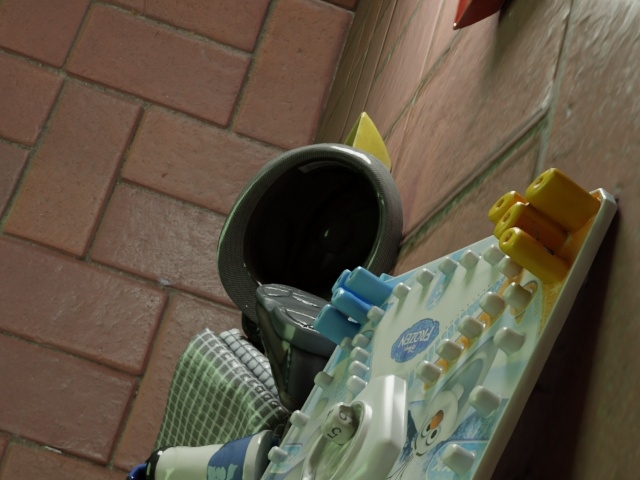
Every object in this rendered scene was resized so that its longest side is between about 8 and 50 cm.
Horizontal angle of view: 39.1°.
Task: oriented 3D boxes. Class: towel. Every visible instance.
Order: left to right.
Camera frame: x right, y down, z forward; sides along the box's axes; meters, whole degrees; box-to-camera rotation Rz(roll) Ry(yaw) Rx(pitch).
[{"bbox_3d":[-0.150,0.312,1.401,0.235,0.121,0.284,37,113,39],"label":"towel"}]

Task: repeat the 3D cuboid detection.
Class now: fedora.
[{"bbox_3d":[0.000,0.000,1.265,0.275,0.243,0.124,-57,-22,3],"label":"fedora"}]

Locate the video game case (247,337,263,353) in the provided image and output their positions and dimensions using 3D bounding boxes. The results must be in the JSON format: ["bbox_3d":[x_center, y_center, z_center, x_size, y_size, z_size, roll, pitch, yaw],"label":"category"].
[{"bbox_3d":[-0.115,0.187,1.631,0.248,0.035,0.275,-70,0,-51],"label":"video game case"}]

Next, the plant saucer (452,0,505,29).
[{"bbox_3d":[0.236,-0.401,1.020,0.258,0.047,0.259,120,166,-62],"label":"plant saucer"}]

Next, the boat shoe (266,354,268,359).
[{"bbox_3d":[-0.101,0.275,2.049,0.043,0.049,0.137,54,138,28],"label":"boat shoe"}]

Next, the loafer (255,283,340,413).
[{"bbox_3d":[-0.032,0.116,1.042,0.302,0.109,0.095,-137,64,-82],"label":"loafer"}]

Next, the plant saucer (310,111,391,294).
[{"bbox_3d":[0.028,0.000,1.529,0.333,0.081,0.333,124,163,-67],"label":"plant saucer"}]

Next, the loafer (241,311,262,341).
[{"bbox_3d":[-0.059,0.060,1.450,0.078,0.080,0.220,-6,-60,-86],"label":"loafer"}]

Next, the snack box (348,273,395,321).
[{"bbox_3d":[0.029,0.187,1.030,0.322,0.060,0.187,119,170,-61],"label":"snack box"}]

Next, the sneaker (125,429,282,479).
[{"bbox_3d":[-0.115,0.302,0.977,0.315,0.182,0.127,76,-159,-45],"label":"sneaker"}]

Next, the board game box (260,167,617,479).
[{"bbox_3d":[0.010,0.152,0.658,0.390,0.050,0.390,-58,10,-21],"label":"board game box"}]
